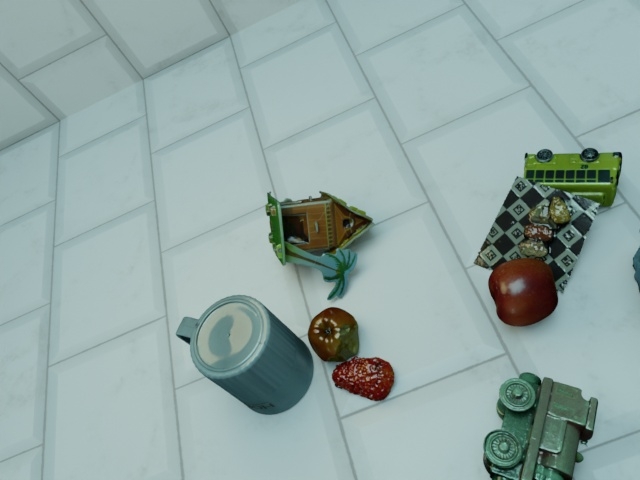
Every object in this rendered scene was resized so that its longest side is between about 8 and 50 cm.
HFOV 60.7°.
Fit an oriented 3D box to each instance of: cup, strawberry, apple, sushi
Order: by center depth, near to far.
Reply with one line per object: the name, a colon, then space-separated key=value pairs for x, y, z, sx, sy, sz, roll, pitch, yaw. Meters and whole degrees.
apple: x=0.541 y=0.138 z=1.462 sx=0.168 sy=0.181 sz=0.181 roll=-10 pitch=56 yaw=13
strawberry: x=0.115 y=0.385 z=1.541 sx=0.188 sy=0.082 sz=0.121 roll=-2 pitch=61 yaw=18
sushi: x=0.603 y=-0.017 z=1.542 sx=0.264 sy=0.050 sz=0.290 roll=27 pitch=97 yaw=33
cup: x=-0.213 y=0.307 z=1.581 sx=0.257 sy=0.311 sz=0.331 roll=-43 pitch=53 yaw=-8
apple: x=0.035 y=0.271 z=1.598 sx=0.156 sy=0.158 sz=0.147 roll=-48 pitch=52 yaw=-6

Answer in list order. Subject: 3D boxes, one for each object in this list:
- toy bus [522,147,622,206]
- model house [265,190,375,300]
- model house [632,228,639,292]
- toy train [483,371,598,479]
toy bus: x=0.739 y=-0.178 z=1.614 sx=0.262 sy=0.128 sz=0.150 roll=4 pitch=63 yaw=27
model house: x=0.000 y=0.000 z=1.816 sx=0.323 sy=0.340 sz=0.300 roll=-8 pitch=11 yaw=-10
model house: x=0.949 y=0.058 z=1.245 sx=0.360 sy=0.339 sz=0.297 roll=-5 pitch=56 yaw=20
toy train: x=0.510 y=0.466 z=1.282 sx=0.221 sy=0.150 sz=0.304 roll=15 pitch=60 yaw=23
